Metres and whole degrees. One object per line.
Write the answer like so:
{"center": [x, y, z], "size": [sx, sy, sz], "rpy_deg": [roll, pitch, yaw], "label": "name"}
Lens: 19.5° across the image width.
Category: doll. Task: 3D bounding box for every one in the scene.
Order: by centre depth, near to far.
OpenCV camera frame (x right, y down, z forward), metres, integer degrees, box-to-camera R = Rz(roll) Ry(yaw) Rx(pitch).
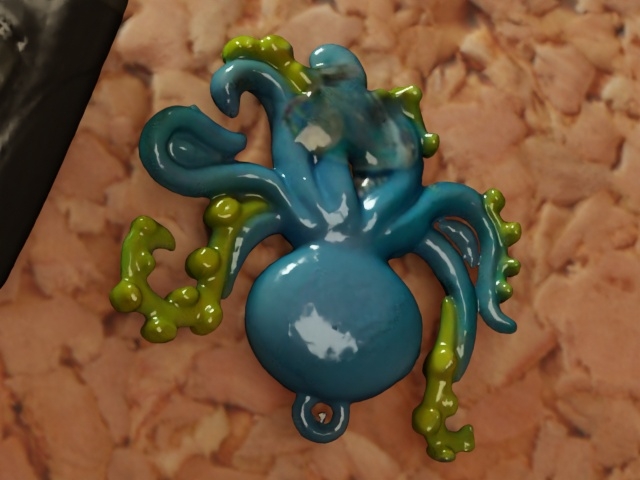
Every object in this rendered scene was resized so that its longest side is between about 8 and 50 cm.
{"center": [0.000, 0.000, 1.538], "size": [0.346, 0.099, 0.341], "rpy_deg": [11, 70, -19], "label": "doll"}

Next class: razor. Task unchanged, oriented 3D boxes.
{"center": [-0.278, -0.134, 1.448], "size": [0.204, 0.113, 0.349], "rpy_deg": [24, 83, -19], "label": "razor"}
